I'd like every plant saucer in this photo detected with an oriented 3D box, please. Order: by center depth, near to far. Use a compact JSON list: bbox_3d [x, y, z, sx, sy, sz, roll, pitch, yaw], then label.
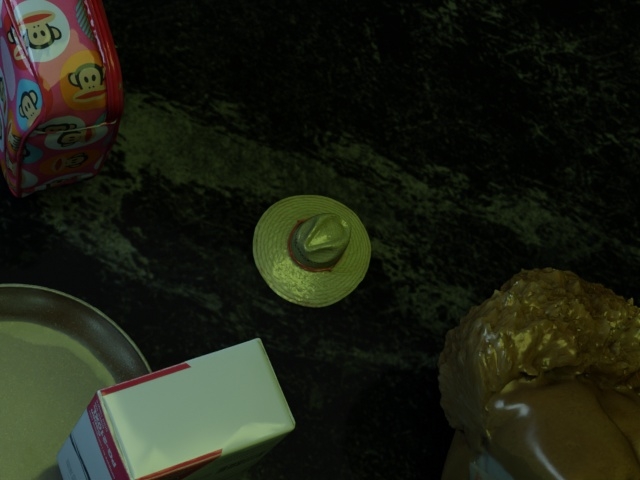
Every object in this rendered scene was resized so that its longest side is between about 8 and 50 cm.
[{"bbox_3d":[-0.314,0.199,1.856,0.310,0.050,0.310,7,68,-17],"label":"plant saucer"}]

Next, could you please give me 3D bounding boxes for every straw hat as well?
[{"bbox_3d":[0.000,0.000,2.032,0.144,0.061,0.144,7,70,-18],"label":"straw hat"}]

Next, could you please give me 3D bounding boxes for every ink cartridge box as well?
[{"bbox_3d":[-0.148,0.197,1.759,0.172,0.237,0.100,-17,75,-24],"label":"ink cartridge box"}]

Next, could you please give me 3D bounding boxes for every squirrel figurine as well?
[{"bbox_3d":[0.322,0.199,1.967,0.370,0.281,0.397,-14,79,-30],"label":"squirrel figurine"}]

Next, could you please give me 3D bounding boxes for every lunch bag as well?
[{"bbox_3d":[-0.298,-0.203,1.872,0.120,0.293,0.258,-15,77,-19],"label":"lunch bag"}]
